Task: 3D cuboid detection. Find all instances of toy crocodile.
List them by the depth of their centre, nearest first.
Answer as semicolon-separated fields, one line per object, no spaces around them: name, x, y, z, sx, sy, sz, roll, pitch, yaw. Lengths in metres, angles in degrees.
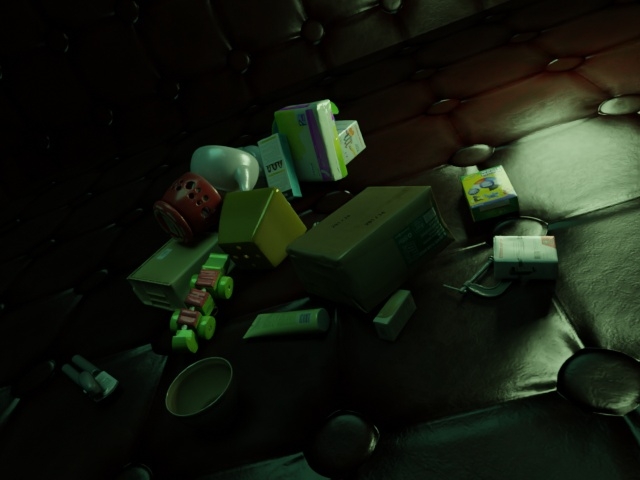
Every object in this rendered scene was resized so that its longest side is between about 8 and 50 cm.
toy crocodile;-0.338;0.170;1.518;0.115;0.105;0.341;9;54;14

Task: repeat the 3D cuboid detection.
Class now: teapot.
teapot;-0.341;-0.204;1.851;0.252;0.187;0.256;8;-9;-1

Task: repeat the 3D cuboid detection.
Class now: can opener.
can opener;-0.653;0.376;1.498;0.280;0.093;0.074;6;42;48

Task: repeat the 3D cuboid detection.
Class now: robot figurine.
robot figurine;-0.315;-0.243;2.115;0.353;0.200;0.300;-34;18;-17

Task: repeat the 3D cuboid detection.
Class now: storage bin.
storage bin;-0.456;0.096;1.761;0.260;0.123;0.262;4;40;40

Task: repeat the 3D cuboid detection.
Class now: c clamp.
c clamp;0.395;0.083;1.278;0.160;0.022;0.137;-35;33;-20

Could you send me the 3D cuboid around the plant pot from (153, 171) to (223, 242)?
plant pot;-0.438;-0.102;1.752;0.191;0.191;0.174;14;49;46

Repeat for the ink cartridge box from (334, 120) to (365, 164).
ink cartridge box;0.068;-0.384;2.139;0.127;0.128;0.176;10;45;44

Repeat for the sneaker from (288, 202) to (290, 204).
sneaker;-0.205;-0.097;1.914;0.212;0.094;0.080;-35;30;-18

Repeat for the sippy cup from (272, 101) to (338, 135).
sippy cup;-0.053;-0.477;2.300;0.305;0.240;0.224;10;32;31

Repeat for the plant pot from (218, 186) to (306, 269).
plant pot;-0.202;-0.021;1.702;0.212;0.212;0.187;-4;50;31

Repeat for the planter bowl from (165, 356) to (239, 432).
planter bowl;-0.251;0.362;1.209;0.161;0.109;0.162;-17;30;10

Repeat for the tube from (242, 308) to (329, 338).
tube;-0.089;0.215;1.386;0.240;0.062;0.070;-10;-11;32

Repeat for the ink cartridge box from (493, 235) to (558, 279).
ink cartridge box;0.472;0.039;1.239;0.135;0.056;0.099;1;36;18

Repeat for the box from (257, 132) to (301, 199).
box;-0.152;-0.267;1.994;0.100;0.245;0.060;-16;-4;31

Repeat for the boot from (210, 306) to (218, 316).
boot;-0.347;0.204;1.600;0.086;0.042;0.119;-3;37;21

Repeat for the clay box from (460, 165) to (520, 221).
clay box;0.482;-0.145;1.547;0.127;0.053;0.222;-16;32;13

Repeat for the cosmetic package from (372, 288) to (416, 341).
cosmetic package;0.175;0.174;1.254;0.041;0.060;0.115;6;40;41

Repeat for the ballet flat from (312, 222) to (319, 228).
ballet flat;0.000;0.000;1.674;0.052;0.057;0.168;-48;23;14

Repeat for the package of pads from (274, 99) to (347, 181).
package of pads;-0.041;-0.366;2.020;0.229;0.297;0.101;4;28;41

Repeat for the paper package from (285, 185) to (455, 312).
paper package;0.123;0.011;1.393;0.324;0.168;0.309;-36;21;-21

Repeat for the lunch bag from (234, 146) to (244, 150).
lunch bag;-0.429;-0.311;2.394;0.279;0.108;0.224;-31;31;-11
